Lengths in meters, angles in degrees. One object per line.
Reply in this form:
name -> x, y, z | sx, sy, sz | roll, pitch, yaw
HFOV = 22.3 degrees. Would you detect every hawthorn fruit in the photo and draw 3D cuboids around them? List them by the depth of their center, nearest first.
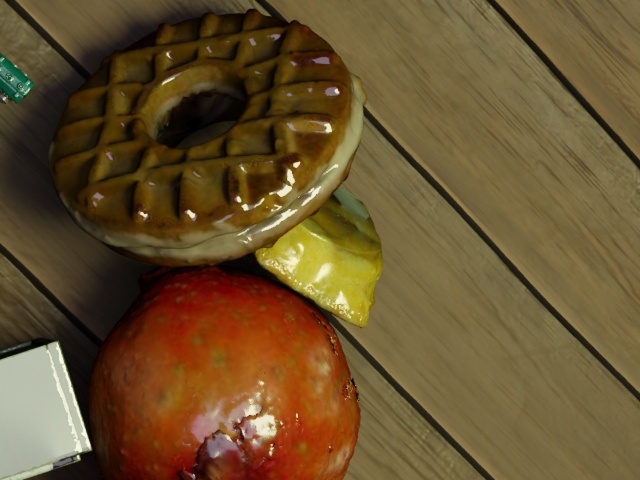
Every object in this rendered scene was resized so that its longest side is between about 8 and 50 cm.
hawthorn fruit -> -0.105, 0.165, 1.666 | 0.316, 0.316, 0.316 | 0, 89, -14

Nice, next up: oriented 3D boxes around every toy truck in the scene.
toy truck -> -0.345, -0.182, 1.733 | 0.083, 0.044, 0.039 | 42, 76, -10

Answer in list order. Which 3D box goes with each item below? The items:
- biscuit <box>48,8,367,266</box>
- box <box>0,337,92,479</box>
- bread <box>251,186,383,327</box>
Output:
biscuit -> -0.119, -0.108, 1.667 | 0.332, 0.332, 0.103 | -34, 138, -13
box -> -0.362, 0.189, 1.627 | 0.225, 0.225, 0.117 | -18, 92, -14
bread -> 0.000, 0.000, 1.723 | 0.161, 0.233, 0.088 | 27, 113, -11
